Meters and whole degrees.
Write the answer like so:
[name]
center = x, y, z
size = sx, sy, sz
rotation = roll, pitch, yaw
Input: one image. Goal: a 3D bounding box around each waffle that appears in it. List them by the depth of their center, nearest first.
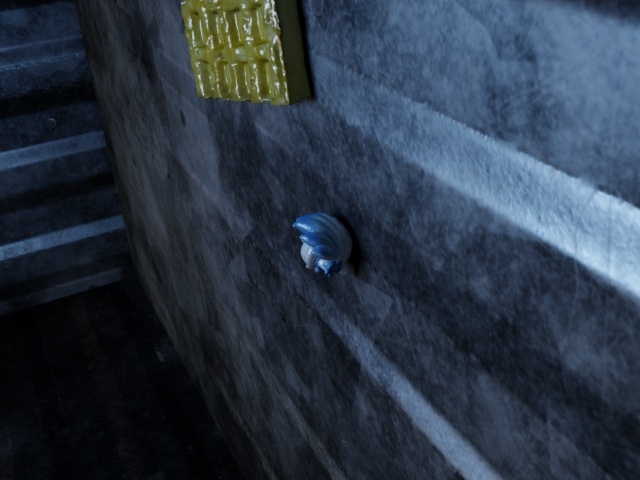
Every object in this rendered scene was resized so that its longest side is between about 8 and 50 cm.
[waffle]
center = -0.115, -0.292, 1.098
size = 0.274, 0.057, 0.168
rotation = 17, 121, 52

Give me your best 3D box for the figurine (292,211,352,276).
[figurine]
center = 0.000, 0.000, 1.057
size = 0.114, 0.079, 0.114
rotation = 40, -167, -11
